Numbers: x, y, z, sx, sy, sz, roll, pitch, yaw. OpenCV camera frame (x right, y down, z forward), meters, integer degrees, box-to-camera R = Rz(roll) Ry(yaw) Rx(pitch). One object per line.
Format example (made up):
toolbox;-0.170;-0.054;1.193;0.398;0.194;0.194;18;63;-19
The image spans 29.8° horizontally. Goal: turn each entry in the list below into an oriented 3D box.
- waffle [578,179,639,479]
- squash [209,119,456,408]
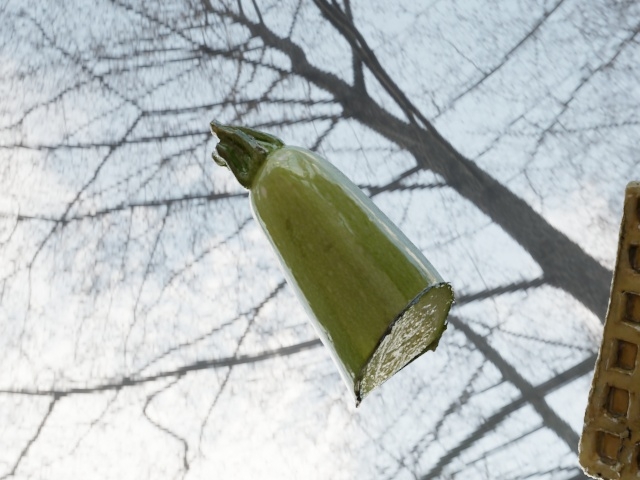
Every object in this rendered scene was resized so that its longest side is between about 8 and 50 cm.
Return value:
waffle;0.453;0.124;1.407;0.114;0.261;0.376;-1;-79;-49
squash;0.014;-0.008;1.075;0.137;0.137;0.287;-31;-93;7
